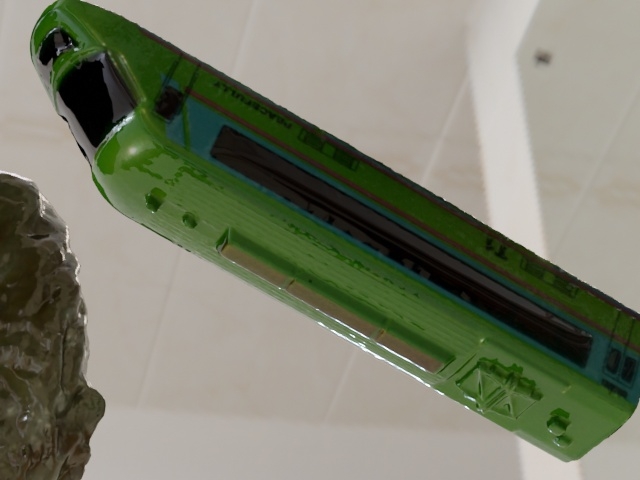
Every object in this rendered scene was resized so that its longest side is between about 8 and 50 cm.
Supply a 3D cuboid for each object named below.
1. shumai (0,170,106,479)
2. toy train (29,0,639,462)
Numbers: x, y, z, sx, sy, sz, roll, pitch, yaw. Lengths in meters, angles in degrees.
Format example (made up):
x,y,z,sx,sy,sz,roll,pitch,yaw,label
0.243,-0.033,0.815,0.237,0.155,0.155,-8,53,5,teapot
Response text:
x,y,z,sx,sy,sz,roll,pitch,yaw,label
-0.173,0.075,0.902,0.184,0.142,0.184,-4,-120,7,shumai
0.000,0.000,0.596,0.209,0.044,0.042,29,-129,-10,toy train
